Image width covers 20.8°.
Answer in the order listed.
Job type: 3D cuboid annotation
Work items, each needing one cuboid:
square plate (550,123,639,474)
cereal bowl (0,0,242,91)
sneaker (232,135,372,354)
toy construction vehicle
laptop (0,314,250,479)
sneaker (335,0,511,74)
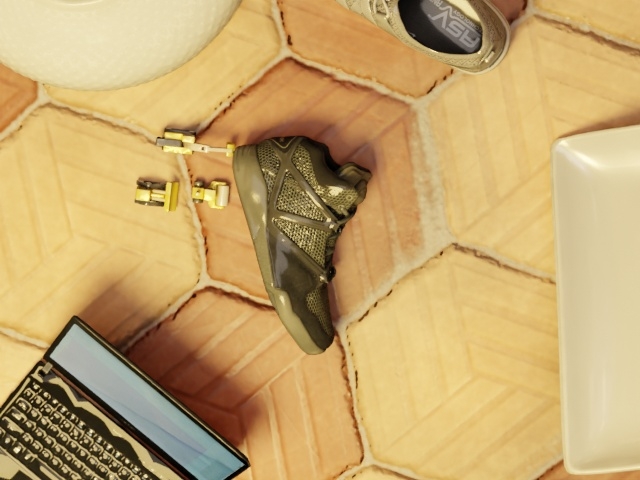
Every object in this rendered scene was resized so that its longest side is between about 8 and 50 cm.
[{"bbox_3d":[0.390,0.044,1.670,0.347,0.049,0.344,-9,74,32],"label":"square plate"},{"bbox_3d":[-0.230,-0.312,1.712,0.339,0.141,0.339,0,98,3],"label":"cereal bowl"},{"bbox_3d":[0.000,0.000,1.773,0.130,0.087,0.227,-14,92,12],"label":"sneaker"},{"bbox_3d":[-0.141,-0.069,1.796,0.098,0.035,0.086,10,99,2],"label":"toy construction vehicle"},{"bbox_3d":[-0.234,0.235,1.797,0.234,0.136,0.264,40,99,-3],"label":"laptop"},{"bbox_3d":[0.069,-0.261,1.714,0.281,0.115,0.105,29,99,-1],"label":"sneaker"}]
